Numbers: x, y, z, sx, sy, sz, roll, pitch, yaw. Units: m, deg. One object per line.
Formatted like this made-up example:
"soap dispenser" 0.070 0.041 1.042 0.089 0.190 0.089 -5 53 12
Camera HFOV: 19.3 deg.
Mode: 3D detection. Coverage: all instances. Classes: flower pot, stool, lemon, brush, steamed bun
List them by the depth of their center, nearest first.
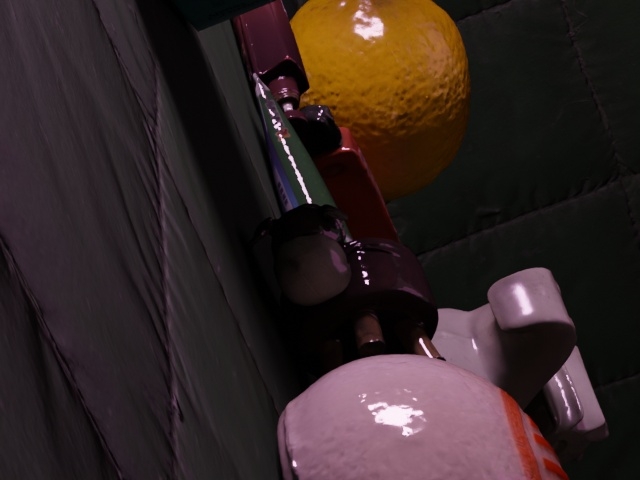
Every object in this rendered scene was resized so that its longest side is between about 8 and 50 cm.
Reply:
"steamed bun" 0.090 0.207 1.271 0.283 0.177 0.283 -20 90 -86
"stool" 0.023 0.054 1.544 0.217 0.125 0.121 51 18 -45
"brush" 0.038 -0.045 2.190 0.051 0.070 0.323 -101 168 -45
"flower pot" 0.206 0.182 2.327 0.367 0.254 0.164 60 10 -56
"lemon" 0.065 -0.180 2.327 0.245 0.245 0.320 -105 -173 -53

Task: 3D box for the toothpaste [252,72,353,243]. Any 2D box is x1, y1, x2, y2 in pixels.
"toothpaste" 0.000 0.000 1.885 0.099 0.061 0.392 78 -10 -57

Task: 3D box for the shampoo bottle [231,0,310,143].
"shampoo bottle" -0.055 -0.200 2.097 0.068 0.067 0.236 58 11 -45

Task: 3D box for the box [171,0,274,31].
"box" -0.059 -0.289 1.544 0.311 0.205 0.118 45 26 -80
